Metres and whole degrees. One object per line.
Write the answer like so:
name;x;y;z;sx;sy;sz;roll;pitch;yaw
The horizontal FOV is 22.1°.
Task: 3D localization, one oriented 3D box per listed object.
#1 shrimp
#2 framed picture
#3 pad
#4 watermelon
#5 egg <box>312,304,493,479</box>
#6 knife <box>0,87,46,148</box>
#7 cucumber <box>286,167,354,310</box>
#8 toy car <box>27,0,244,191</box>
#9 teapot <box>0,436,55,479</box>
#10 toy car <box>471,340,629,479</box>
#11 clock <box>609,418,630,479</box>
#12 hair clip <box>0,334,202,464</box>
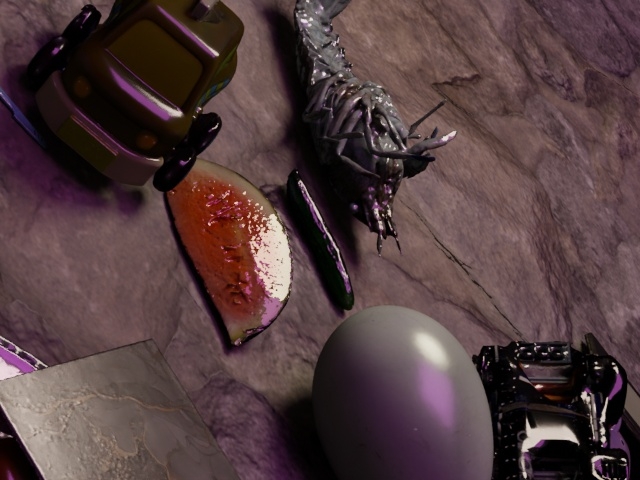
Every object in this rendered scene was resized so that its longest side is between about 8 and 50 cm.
shrimp;0.048;-0.168;2.062;0.221;0.166;0.410;15;37;-44
framed picture;0.476;0.294;2.228;0.347;0.016;0.265;50;12;-10
pad;-0.113;0.252;1.375;0.367;0.007;0.248;57;26;11
watermelon;-0.099;0.003;1.793;0.119;0.063;0.245;-3;63;-39
egg;0.091;0.196;1.734;0.183;0.183;0.264;-2;69;-54
knife;-0.311;-0.129;1.677;0.091;0.005;0.014;50;31;-9
cucumber;0.000;0.000;1.943;0.184;0.033;0.036;64;8;14
toy car;-0.167;-0.193;1.728;0.204;0.198;0.248;41;32;-8
teapot;-0.257;0.208;1.333;0.173;0.116;0.116;2;59;-51
toy car;0.267;0.242;1.968;0.193;0.118;0.301;10;43;0
clock;0.347;0.286;2.058;0.050;0.110;0.152;41;35;-18
hair clip;-0.262;0.145;1.438;0.359;0.096;0.110;27;75;-24
